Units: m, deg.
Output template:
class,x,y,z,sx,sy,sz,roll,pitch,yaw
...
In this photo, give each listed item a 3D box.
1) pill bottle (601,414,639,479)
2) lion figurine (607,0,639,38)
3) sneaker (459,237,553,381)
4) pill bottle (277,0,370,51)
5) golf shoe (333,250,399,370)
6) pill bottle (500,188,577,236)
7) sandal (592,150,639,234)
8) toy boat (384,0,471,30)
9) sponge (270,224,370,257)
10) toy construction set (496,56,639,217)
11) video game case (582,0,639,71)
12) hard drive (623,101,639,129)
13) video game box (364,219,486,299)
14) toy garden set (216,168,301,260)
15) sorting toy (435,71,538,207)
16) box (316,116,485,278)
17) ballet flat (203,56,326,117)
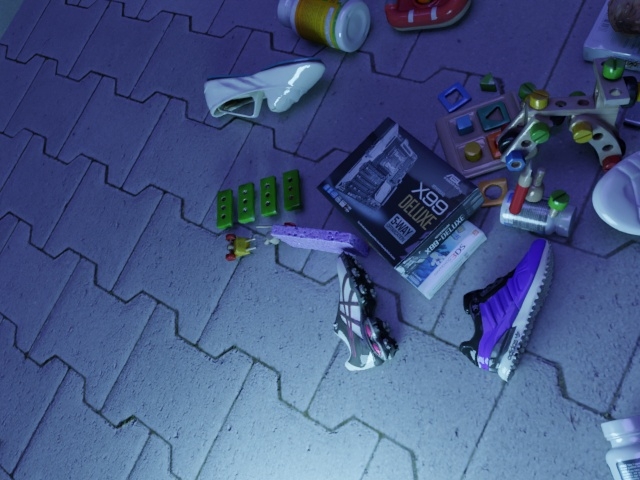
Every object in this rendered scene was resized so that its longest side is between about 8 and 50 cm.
class,x,y,z,sx,sy,sz,roll,pitch,yaw
pill bottle,0.545,0.390,0.949,0.107,0.108,0.180,-20,64,18
lion figurine,0.736,-0.374,1.056,0.240,0.142,0.392,-31,66,20
sneaker,0.363,0.118,1.141,0.146,0.102,0.294,20,81,31
pill bottle,0.003,-0.615,1.564,0.245,0.136,0.136,28,85,31
golf shoe,0.071,0.154,1.271,0.120,0.105,0.273,-29,61,21
pill bottle,0.451,-0.055,1.176,0.137,0.078,0.078,18,80,30
sandal,0.715,-0.119,1.069,0.416,0.102,0.169,-22,78,3
toy boat,0.265,-0.634,1.437,0.231,0.151,0.151,3,73,27
sponge,0.000,0.000,1.350,0.210,0.117,0.031,8,77,28
toy construction set,0.467,-0.219,1.087,0.257,0.237,0.309,26,63,21
video game case,0.737,-0.483,1.206,0.244,0.061,0.270,26,84,31
hard drive,0.710,-0.260,1.160,0.135,0.022,0.094,27,84,31
video game box,0.233,-0.002,1.281,0.187,0.048,0.205,-47,58,0
toy garden set,-0.156,-0.059,1.490,0.244,0.049,0.204,-13,65,20
sorting toy,0.374,-0.242,1.301,0.195,0.047,0.348,-20,64,18
box,0.172,-0.103,1.277,0.242,0.076,0.307,-44,55,4
ballet flat,-0.157,-0.412,1.588,0.400,0.139,0.139,-1,71,30
